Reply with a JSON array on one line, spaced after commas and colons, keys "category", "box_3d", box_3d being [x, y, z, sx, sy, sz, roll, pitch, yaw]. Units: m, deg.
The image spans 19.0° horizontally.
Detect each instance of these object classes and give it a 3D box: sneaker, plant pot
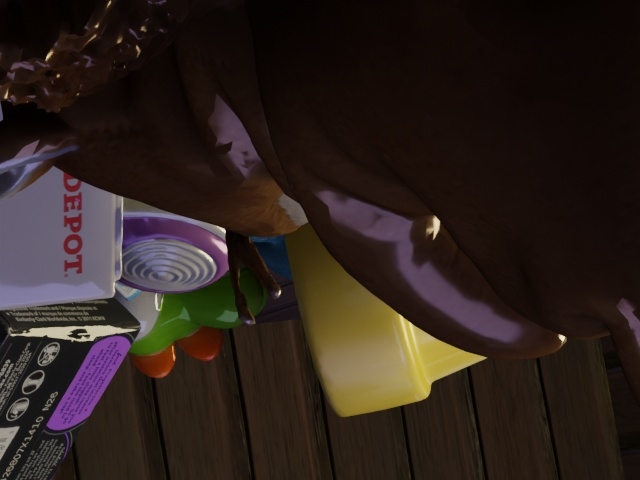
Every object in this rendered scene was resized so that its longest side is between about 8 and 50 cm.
[{"category": "sneaker", "box_3d": [-0.171, -0.078, 1.186, 0.114, 0.152, 0.305, -25, 142, 27]}, {"category": "plant pot", "box_3d": [0.105, 0.006, 1.631, 0.239, 0.254, 0.254, -11, 173, 6]}]

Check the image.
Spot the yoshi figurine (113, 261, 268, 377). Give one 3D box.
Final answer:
[{"category": "yoshi figurine", "box_3d": [-0.221, -0.012, 1.616, 0.362, 0.204, 0.203, 4, 133, 4]}]

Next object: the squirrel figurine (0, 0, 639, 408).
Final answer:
[{"category": "squirrel figurine", "box_3d": [-0.010, -0.110, 0.758, 0.370, 0.281, 0.397, 6, 158, 40]}]

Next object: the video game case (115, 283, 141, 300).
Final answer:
[{"category": "video game case", "box_3d": [-0.191, -0.029, 1.388, 0.015, 0.119, 0.166, -37, 155, -1]}]

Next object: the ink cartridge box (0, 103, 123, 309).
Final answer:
[{"category": "ink cartridge box", "box_3d": [-0.230, -0.052, 1.006, 0.237, 0.172, 0.100, -7, -148, -18]}]

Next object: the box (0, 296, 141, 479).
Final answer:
[{"category": "box", "box_3d": [-0.277, 0.039, 1.217, 0.165, 0.270, 0.143, -58, 155, 15]}]

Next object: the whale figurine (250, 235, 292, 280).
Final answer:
[{"category": "whale figurine", "box_3d": [0.000, 0.000, 1.884, 0.272, 0.141, 0.216, -15, 171, 42]}]
